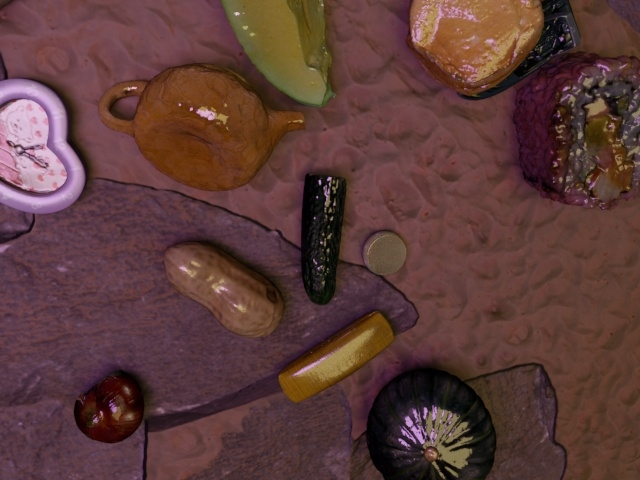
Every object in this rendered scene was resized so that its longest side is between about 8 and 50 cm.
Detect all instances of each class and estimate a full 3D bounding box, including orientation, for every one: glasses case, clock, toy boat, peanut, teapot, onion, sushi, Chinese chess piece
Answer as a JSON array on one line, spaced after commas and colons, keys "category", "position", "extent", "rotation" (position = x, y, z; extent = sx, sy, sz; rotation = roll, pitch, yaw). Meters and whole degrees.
[{"category": "glasses case", "position": [0.031, 0.219, 1.086], "extent": [0.234, 0.064, 0.079], "rotation": [-32, 108, -3]}, {"category": "clock", "position": [-0.448, -0.135, 0.860], "extent": [0.172, 0.064, 0.198], "rotation": [-15, 109, -10]}, {"category": "toy boat", "position": [0.335, -0.319, 0.987], "extent": [0.246, 0.103, 0.093], "rotation": [-34, 119, 1]}, {"category": "peanut", "position": [-0.159, 0.081, 0.968], "extent": [0.236, 0.120, 0.110], "rotation": [38, 133, -27]}, {"category": "teapot", "position": [-0.176, -0.190, 0.871], "extent": [0.311, 0.167, 0.203], "rotation": [12, 149, 7]}, {"category": "onion", "position": [-0.356, 0.289, 0.984], "extent": [0.117, 0.118, 0.118], "rotation": [-36, 113, 22]}, {"category": "sushi", "position": [0.468, -0.191, 1.022], "extent": [0.237, 0.171, 0.270], "rotation": [-13, 111, -10]}, {"category": "Chinese chess piece", "position": [0.117, 0.023, 1.067], "extent": [0.084, 0.034, 0.084], "rotation": [-3, 104, -13]}]

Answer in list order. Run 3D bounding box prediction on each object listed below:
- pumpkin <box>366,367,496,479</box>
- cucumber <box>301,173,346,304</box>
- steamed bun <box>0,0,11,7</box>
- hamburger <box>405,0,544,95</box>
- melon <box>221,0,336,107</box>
[{"category": "pumpkin", "position": [0.210, 0.364, 1.106], "extent": [0.250, 0.216, 0.249], "rotation": [7, 111, 18]}, {"category": "cucumber", "position": [0.001, 0.000, 1.011], "extent": [0.074, 0.074, 0.241], "rotation": [0, 107, -14]}, {"category": "steamed bun", "position": [-0.471, -0.383, 0.734], "extent": [0.239, 0.152, 0.170], "rotation": [-41, 110, -3]}, {"category": "hamburger", "position": [0.238, -0.345, 0.913], "extent": [0.214, 0.108, 0.213], "rotation": [0, 90, 15]}, {"category": "melon", "position": [-0.059, -0.351, 0.840], "extent": [0.196, 0.124, 0.323], "rotation": [-44, 137, -44]}]
